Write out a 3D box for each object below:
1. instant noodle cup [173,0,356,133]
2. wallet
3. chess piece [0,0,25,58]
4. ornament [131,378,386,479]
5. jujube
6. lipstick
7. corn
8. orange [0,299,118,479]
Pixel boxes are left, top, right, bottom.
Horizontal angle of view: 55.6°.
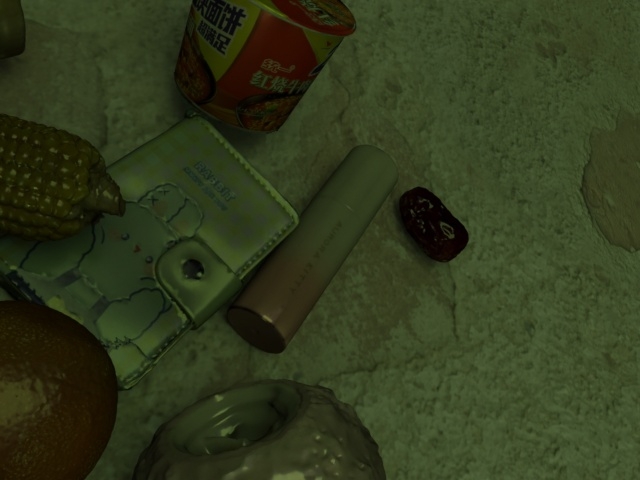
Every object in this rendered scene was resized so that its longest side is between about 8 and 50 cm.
[{"bbox_3d":[-0.084,-0.253,0.785,0.213,0.174,0.213,22,36,-17],"label":"instant noodle cup"},{"bbox_3d":[-0.195,0.000,0.715,0.223,0.077,0.309,48,57,-4],"label":"wallet"},{"bbox_3d":[-0.455,-0.221,0.585,0.300,0.137,0.137,-30,90,-42],"label":"chess piece"},{"bbox_3d":[-0.057,0.271,0.594,0.259,0.259,0.225,-23,105,-35],"label":"ornament"},{"bbox_3d":[0.175,-0.026,0.953,0.077,0.077,0.129,-37,89,-35],"label":"jujube"},{"bbox_3d":[0.000,0.000,0.826,0.087,0.087,0.327,43,57,-11],"label":"lipstick"},{"bbox_3d":[-0.350,-0.076,0.591,0.321,0.119,0.119,14,63,-1],"label":"corn"},{"bbox_3d":[-0.284,0.153,0.533,0.206,0.206,0.206,11,67,-28],"label":"orange"}]
